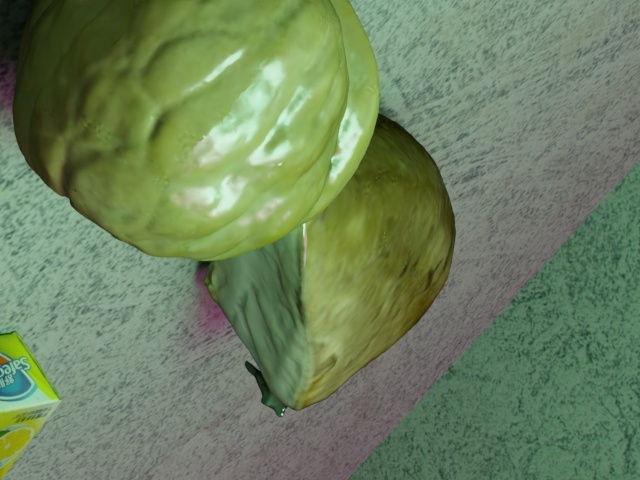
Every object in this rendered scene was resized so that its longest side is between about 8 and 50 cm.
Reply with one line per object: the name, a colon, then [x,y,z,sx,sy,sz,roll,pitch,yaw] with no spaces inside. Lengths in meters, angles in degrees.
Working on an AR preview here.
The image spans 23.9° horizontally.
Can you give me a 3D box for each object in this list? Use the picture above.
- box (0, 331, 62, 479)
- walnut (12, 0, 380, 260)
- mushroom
box: [-0.411,0.193,1.514,0.168,0.097,0.265,-50,157,24]
walnut: [-0.097,-0.122,1.165,0.285,0.285,0.296,-44,-174,10]
mushroom: [0.035,-0.028,1.645,0.314,0.224,0.397,-30,156,-19]
